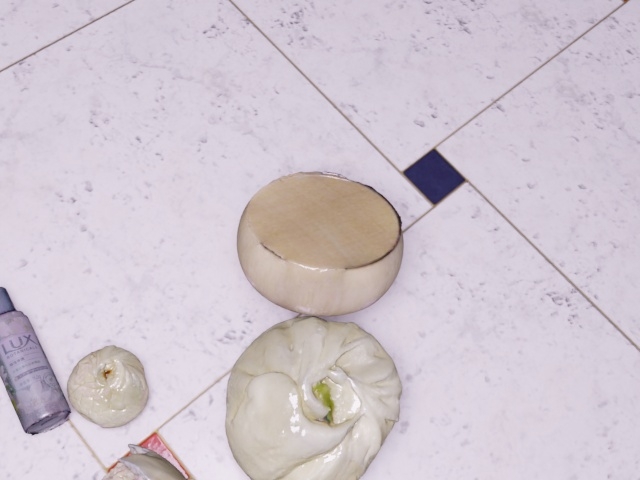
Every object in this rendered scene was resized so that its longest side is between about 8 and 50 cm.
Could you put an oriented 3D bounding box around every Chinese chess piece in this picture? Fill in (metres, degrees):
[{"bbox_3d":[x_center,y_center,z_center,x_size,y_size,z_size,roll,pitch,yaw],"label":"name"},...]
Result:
[{"bbox_3d":[0.000,0.000,1.041,0.250,0.103,0.249,6,38,-4],"label":"Chinese chess piece"}]

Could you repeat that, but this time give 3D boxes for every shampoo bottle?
[{"bbox_3d":[-0.423,0.164,0.980,0.072,0.072,0.214,-27,71,-18],"label":"shampoo bottle"}]

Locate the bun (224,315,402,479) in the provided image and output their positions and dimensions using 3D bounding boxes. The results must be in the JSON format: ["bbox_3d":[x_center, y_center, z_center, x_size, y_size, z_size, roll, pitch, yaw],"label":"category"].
[{"bbox_3d":[-0.012,0.219,0.961,0.259,0.160,0.259,2,65,-3],"label":"bun"}]

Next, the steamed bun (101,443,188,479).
[{"bbox_3d":[-0.239,0.337,0.844,0.200,0.225,0.170,-4,94,-23],"label":"steamed bun"}]

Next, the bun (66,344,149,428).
[{"bbox_3d":[-0.297,0.204,0.979,0.115,0.069,0.115,2,67,-6],"label":"bun"}]
